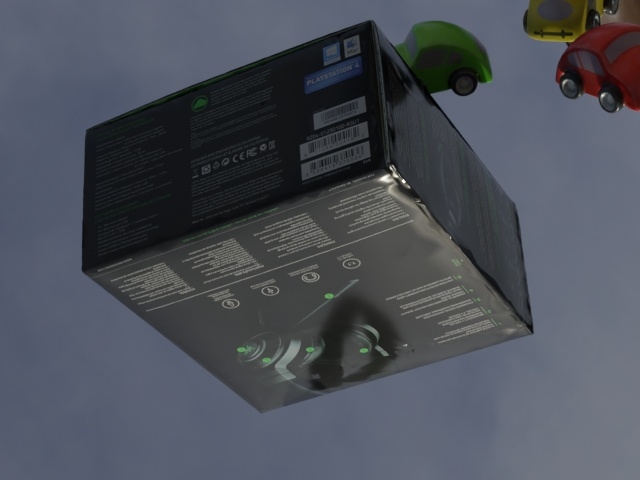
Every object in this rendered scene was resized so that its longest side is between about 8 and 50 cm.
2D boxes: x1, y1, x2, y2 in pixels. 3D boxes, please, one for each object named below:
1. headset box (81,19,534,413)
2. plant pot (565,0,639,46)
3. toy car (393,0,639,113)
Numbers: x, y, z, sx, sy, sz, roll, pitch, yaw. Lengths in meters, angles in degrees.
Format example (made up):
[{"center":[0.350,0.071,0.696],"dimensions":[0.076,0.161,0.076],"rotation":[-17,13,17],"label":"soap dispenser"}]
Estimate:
[{"center":[0.000,0.000,1.219],"dimensions":[0.283,0.246,0.131],"rotation":[45,-146,-48],"label":"headset box"},{"center":[0.387,-0.345,2.226],"dimensions":[0.165,0.167,0.167],"rotation":[34,-141,-60],"label":"plant pot"},{"center":[0.146,-0.155,1.266],"dimensions":[0.239,0.225,0.053],"rotation":[-99,-2,-60],"label":"toy car"}]
